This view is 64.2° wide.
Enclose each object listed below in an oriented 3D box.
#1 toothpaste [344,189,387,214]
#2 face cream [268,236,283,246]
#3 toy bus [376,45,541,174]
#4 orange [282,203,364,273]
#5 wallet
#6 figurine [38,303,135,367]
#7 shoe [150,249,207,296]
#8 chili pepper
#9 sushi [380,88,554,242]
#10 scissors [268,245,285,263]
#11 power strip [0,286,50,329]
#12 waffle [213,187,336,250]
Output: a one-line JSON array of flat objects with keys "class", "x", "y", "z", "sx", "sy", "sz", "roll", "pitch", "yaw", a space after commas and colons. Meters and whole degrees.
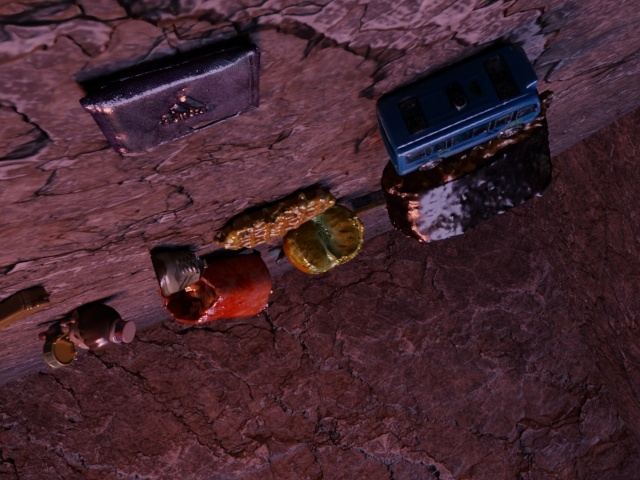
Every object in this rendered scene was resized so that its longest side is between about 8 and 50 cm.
[{"class": "toothpaste", "x": 0.177, "y": -0.116, "z": 1.627, "sx": 0.194, "sy": 0.070, "sz": 0.044, "roll": -20, "pitch": 175, "yaw": -23}, {"class": "face cream", "x": -0.124, "y": -0.011, "z": 1.570, "sx": 0.114, "sy": 0.070, "sz": 0.224, "roll": -27, "pitch": 163, "yaw": 37}, {"class": "toy bus", "x": 0.216, "y": -0.205, "z": 0.809, "sx": 0.247, "sy": 0.113, "sz": 0.134, "roll": -22, "pitch": 168, "yaw": 8}, {"class": "orange", "x": 0.000, "y": 0.000, "z": 1.483, "sx": 0.237, "sy": 0.179, "sz": 0.158, "roll": -28, "pitch": -179, "yaw": -22}, {"class": "wallet", "x": -0.138, "y": -0.141, "z": 0.502, "sx": 0.166, "sy": 0.030, "sz": 0.111, "roll": -23, "pitch": 169, "yaw": -12}, {"class": "figurine", "x": -0.699, "y": 0.281, "z": 1.544, "sx": 0.276, "sy": 0.158, "sz": 0.161, "roll": -22, "pitch": 134, "yaw": 14}, {"class": "shoe", "x": -0.351, "y": 0.071, "z": 1.272, "sx": 0.098, "sy": 0.103, "sz": 0.275, "roll": -23, "pitch": 180, "yaw": -4}, {"class": "chili pepper", "x": -0.318, "y": 0.165, "z": 1.611, "sx": 0.252, "sy": 0.229, "sz": 0.305, "roll": -7, "pitch": -175, "yaw": 35}, {"class": "sushi", "x": 0.269, "y": -0.152, "z": 0.994, "sx": 0.349, "sy": 0.207, "sz": 0.234, "roll": -29, "pitch": -141, "yaw": -8}, {"class": "scissors", "x": -0.112, "y": 0.034, "z": 1.721, "sx": 0.193, "sy": 0.029, "sz": 0.447, "roll": -20, "pitch": -175, "yaw": 6}, {"class": "power strip", "x": -0.692, "y": 0.164, "z": 1.116, "sx": 0.306, "sy": 0.044, "sz": 0.064, "roll": -24, "pitch": 173, "yaw": 25}, {"class": "waffle", "x": -0.107, "y": -0.051, "z": 1.256, "sx": 0.301, "sy": 0.058, "sz": 0.281, "roll": -25, "pitch": 175, "yaw": 14}]
